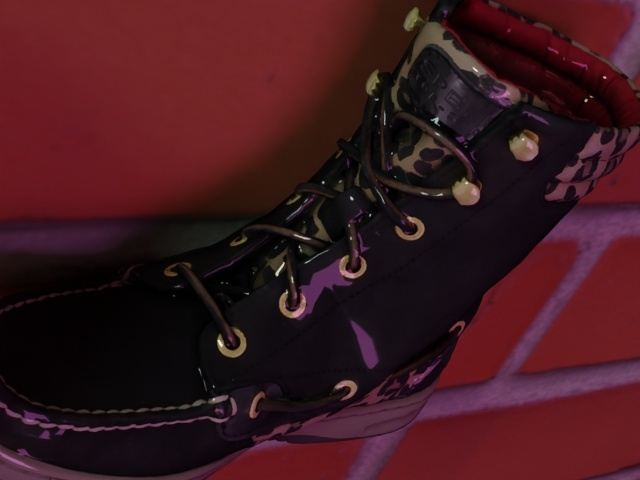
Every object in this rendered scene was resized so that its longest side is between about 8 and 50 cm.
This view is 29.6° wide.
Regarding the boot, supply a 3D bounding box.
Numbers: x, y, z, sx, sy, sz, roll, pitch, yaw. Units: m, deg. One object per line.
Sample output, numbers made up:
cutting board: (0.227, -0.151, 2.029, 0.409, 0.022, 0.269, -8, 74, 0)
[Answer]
boot: (0.000, 0.000, 0.661, 0.377, 0.138, 0.284, 3, 134, -46)
